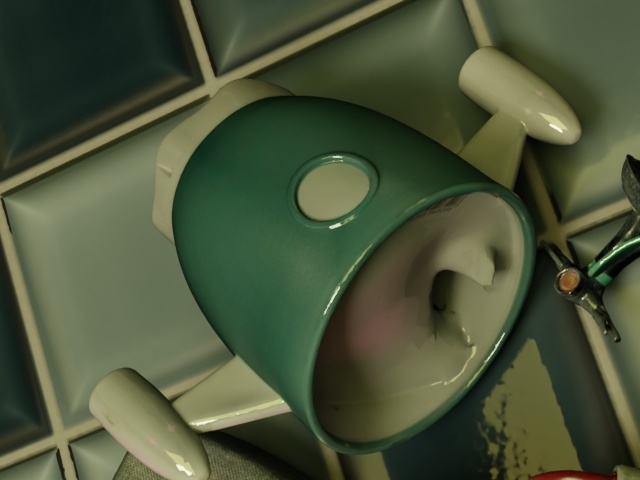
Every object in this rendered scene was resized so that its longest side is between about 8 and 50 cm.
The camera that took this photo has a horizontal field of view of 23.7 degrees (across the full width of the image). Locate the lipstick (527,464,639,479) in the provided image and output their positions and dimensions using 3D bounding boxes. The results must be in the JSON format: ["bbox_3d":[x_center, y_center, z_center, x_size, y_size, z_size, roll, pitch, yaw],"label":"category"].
[{"bbox_3d":[0.189,0.138,0.730,0.186,0.057,0.063,14,112,5],"label":"lipstick"}]

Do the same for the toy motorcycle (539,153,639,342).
[{"bbox_3d":[0.184,0.038,0.780,0.100,0.058,0.173,-32,73,21],"label":"toy motorcycle"}]

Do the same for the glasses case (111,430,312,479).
[{"bbox_3d":[-0.103,0.264,0.856,0.131,0.074,0.323,26,92,25],"label":"glasses case"}]

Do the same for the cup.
[{"bbox_3d":[0.000,0.000,0.812,0.299,0.167,0.173,-42,53,-14],"label":"cup"}]
